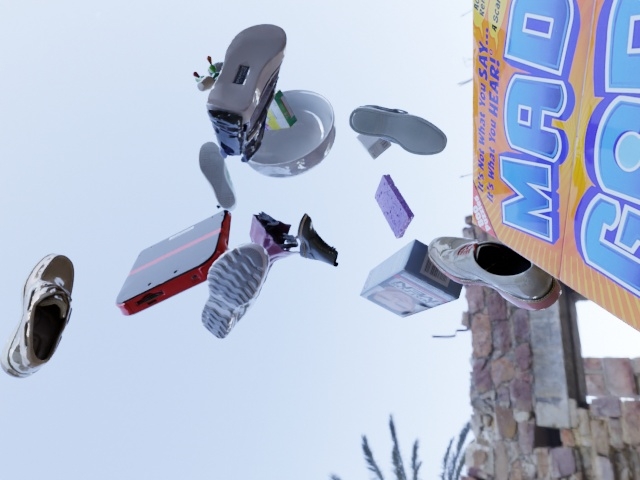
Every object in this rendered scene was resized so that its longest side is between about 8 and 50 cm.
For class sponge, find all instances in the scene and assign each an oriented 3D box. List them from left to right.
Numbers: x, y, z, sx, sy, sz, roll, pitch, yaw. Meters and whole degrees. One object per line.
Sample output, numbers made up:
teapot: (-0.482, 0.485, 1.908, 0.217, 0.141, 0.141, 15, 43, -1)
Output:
sponge: (0.253, -0.121, 1.467, 0.031, 0.117, 0.210, -8, -128, -20)

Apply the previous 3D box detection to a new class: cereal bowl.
cereal bowl: (-0.103, -0.336, 1.399, 0.141, 0.338, 0.339, 66, -147, -56)

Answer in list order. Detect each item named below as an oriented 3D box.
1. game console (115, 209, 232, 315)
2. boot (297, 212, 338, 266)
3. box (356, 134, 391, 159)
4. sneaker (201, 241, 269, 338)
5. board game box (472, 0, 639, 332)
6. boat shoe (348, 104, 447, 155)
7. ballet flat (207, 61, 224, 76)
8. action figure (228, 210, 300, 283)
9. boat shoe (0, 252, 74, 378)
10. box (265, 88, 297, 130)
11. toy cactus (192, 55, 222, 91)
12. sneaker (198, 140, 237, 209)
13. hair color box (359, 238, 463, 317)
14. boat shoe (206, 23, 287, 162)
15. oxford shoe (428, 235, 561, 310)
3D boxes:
game console: (-0.470, 0.065, 1.378, 0.060, 0.386, 0.342, 60, -169, -29)
boot: (0.000, 0.000, 1.405, 0.077, 0.136, 0.198, -59, -22, -32)
box: (0.222, -0.411, 1.737, 0.087, 0.102, 0.101, 57, -169, 26)
sneaker: (-0.173, 0.089, 0.886, 0.105, 0.281, 0.115, 39, -139, 3)
board game box: (0.416, -0.154, 0.442, 0.355, 0.356, 0.357, -17, -60, -10)
boat shoe: (0.238, -0.346, 1.276, 0.302, 0.115, 0.091, 23, -148, 4)
ballet flat: (-0.364, -0.719, 1.801, 0.058, 0.249, 0.084, 47, -131, -74)
action figure: (-0.227, 0.072, 1.626, 0.275, 0.370, 0.248, 9, -144, -31)
boat shoe: (-0.679, 0.168, 1.059, 0.121, 0.110, 0.342, 42, -150, -47)
box: (-0.162, -0.376, 1.231, 0.043, 0.179, 0.105, -55, -48, -29)
toy cactus: (-0.401, -0.618, 1.583, 0.181, 0.218, 0.112, -61, -24, -47)
sneaker: (-0.375, -0.224, 1.536, 0.094, 0.151, 0.256, -18, -94, -9)
hair color box: (0.284, 0.137, 1.352, 0.185, 0.374, 0.114, 28, -112, -4)
boat shoe: (-0.161, -0.335, 0.953, 0.158, 0.127, 0.341, 98, -171, -58)
oxford shoe: (0.368, 0.035, 0.965, 0.123, 0.348, 0.130, -50, -58, -11)
